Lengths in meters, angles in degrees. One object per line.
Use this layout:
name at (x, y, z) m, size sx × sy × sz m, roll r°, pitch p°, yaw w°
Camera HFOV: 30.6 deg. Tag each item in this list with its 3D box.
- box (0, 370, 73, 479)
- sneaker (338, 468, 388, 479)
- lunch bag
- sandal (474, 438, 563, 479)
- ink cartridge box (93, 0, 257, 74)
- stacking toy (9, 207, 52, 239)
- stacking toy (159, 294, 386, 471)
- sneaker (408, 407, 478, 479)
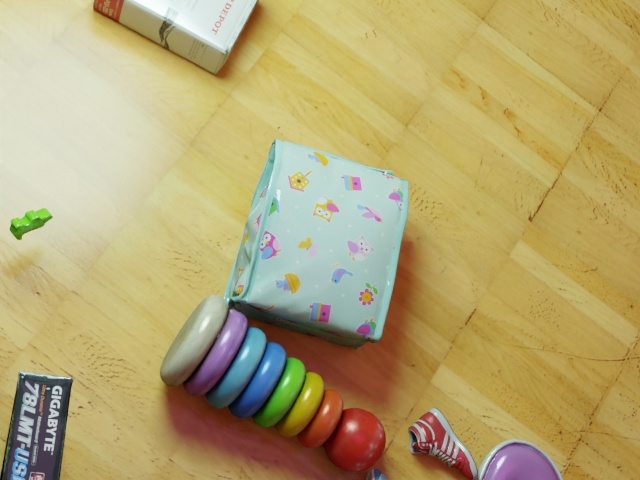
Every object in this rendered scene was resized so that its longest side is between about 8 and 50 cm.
box at (-0.357, 0.327, 1.399) m, size 0.073 × 0.295 × 0.293 m, roll 11°, pitch 70°, yaw -13°
sneaker at (0.015, 0.383, 1.619) m, size 0.211 × 0.080 × 0.081 m, roll -14°, pitch 72°, yaw -30°
lunch bag at (0.000, 0.000, 1.679) m, size 0.223 × 0.160 × 0.262 m, roll 17°, pitch 76°, yaw -11°
sandal at (0.288, 0.488, 1.648) m, size 0.169 × 0.102 × 0.416 m, roll 14°, pitch 70°, yaw -13°
ink cartridge box at (-0.210, -0.376, 1.763) m, size 0.217 × 0.092 × 0.159 m, roll 27°, pitch 68°, yaw -5°
stacking toy at (-0.497, -0.029, 1.566) m, size 0.221 × 0.052 × 0.167 m, roll -29°, pitch 58°, yaw -28°
stacking toy at (-0.052, 0.216, 1.617) m, size 0.330 × 0.141 × 0.141 m, roll 33°, pitch 68°, yaw -9°
sneaker at (0.174, 0.309, 1.700) m, size 0.067 × 0.042 × 0.118 m, roll -29°, pitch 76°, yaw -26°
